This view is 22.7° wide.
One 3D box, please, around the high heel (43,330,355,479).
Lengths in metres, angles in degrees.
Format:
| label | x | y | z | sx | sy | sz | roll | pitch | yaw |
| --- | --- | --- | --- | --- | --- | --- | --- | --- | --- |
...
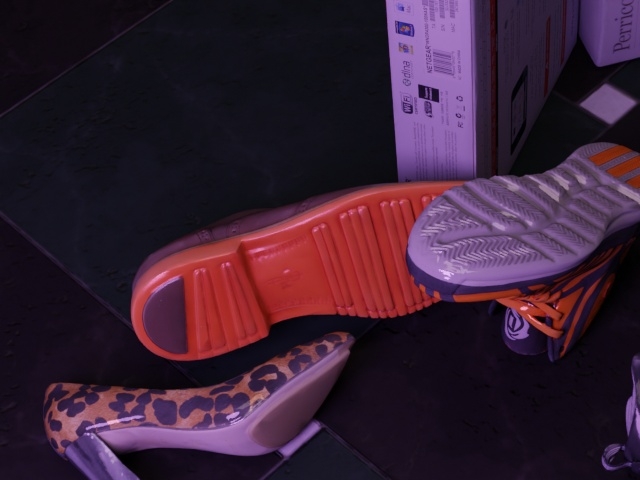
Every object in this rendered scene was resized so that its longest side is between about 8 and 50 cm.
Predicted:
| label | x | y | z | sx | sy | sz | roll | pitch | yaw |
| --- | --- | --- | --- | --- | --- | --- | --- | --- | --- |
| high heel | -0.113 | 0.123 | 1.409 | 0.261 | 0.093 | 0.186 | -39 | 58 | -17 |

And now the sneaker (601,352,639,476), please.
| label | x | y | z | sx | sy | sz | roll | pitch | yaw |
| --- | --- | --- | --- | --- | --- | --- | --- | --- | --- |
| sneaker | 0.347 | 0.120 | 1.349 | 0.153 | 0.101 | 0.268 | 27 | 58 | 25 |

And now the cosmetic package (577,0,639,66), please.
| label | x | y | z | sx | sy | sz | roll | pitch | yaw |
| --- | --- | --- | --- | --- | --- | --- | --- | --- | --- |
| cosmetic package | 0.478 | -0.360 | 1.657 | 0.453 | 0.230 | 0.161 | -14 | 51 | -4 |

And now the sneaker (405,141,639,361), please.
| label | x | y | z | sx | sy | sz | roll | pitch | yaw |
| --- | --- | --- | --- | --- | --- | --- | --- | --- | --- |
| sneaker | 0.180 | 0.037 | 1.373 | 0.321 | 0.180 | 0.124 | -16 | 45 | -42 |

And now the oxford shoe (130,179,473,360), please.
| label | x | y | z | sx | sy | sz | roll | pitch | yaw |
| --- | --- | --- | --- | --- | --- | --- | --- | --- | --- |
| oxford shoe | 0.000 | 0.000 | 1.469 | 0.364 | 0.130 | 0.132 | -12 | 26 | -4 |

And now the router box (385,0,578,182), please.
| label | x | y | z | sx | sy | sz | roll | pitch | yaw |
| --- | --- | --- | --- | --- | --- | --- | --- | --- | --- |
| router box | 0.162 | -0.222 | 1.511 | 0.082 | 0.335 | 0.301 | 16 | 52 | 20 |
